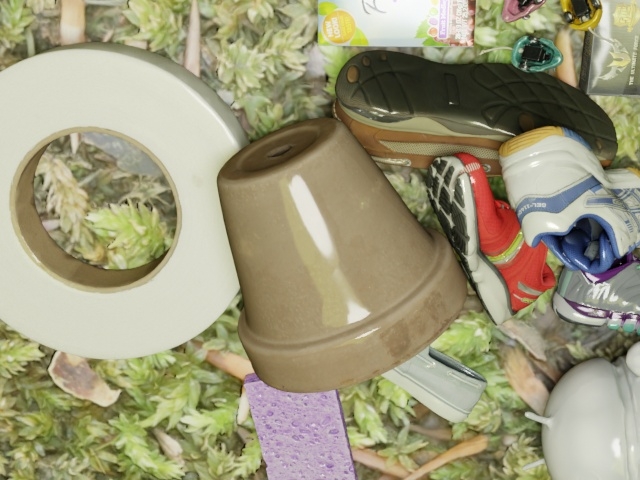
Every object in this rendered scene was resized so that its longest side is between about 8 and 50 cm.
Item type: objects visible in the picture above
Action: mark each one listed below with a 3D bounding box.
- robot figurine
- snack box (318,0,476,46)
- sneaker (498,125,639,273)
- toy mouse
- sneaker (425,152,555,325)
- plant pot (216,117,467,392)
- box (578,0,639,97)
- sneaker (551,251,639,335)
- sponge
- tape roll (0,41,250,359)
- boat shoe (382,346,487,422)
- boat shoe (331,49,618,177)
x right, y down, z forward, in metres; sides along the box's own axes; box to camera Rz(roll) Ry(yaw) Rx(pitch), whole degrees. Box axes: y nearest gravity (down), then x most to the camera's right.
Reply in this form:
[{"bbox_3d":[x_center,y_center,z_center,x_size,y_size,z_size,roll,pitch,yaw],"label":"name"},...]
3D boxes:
[{"bbox_3d":[0.419,0.235,1.157,0.354,0.199,0.299,-3,123,6],"label":"robot figurine"},{"bbox_3d":[0.083,-0.317,1.061,0.175,0.070,0.207,2,108,3],"label":"snack box"},{"bbox_3d":[0.298,-0.016,1.062,0.296,0.131,0.112,16,150,-38],"label":"sneaker"},{"bbox_3d":[0.241,-0.237,1.075,0.143,0.031,0.161,-31,64,32],"label":"toy mouse"},{"bbox_3d":[0.204,-0.017,1.110,0.118,0.107,0.279,-29,140,3],"label":"sneaker"},{"bbox_3d":[0.000,0.000,1.061,0.263,0.263,0.229,-20,114,10],"label":"plant pot"},{"bbox_3d":[0.388,-0.273,1.063,0.183,0.056,0.231,3,109,2],"label":"box"},{"bbox_3d":[0.395,0.062,1.166,0.224,0.083,0.098,8,104,2],"label":"sneaker"},{"bbox_3d":[-0.022,0.264,1.289,0.117,0.031,0.210,-10,108,7],"label":"sponge"},{"bbox_3d":[-0.261,-0.043,1.179,0.392,0.072,0.392,1,108,3],"label":"tape roll"},{"bbox_3d":[0.111,0.137,1.219,0.227,0.079,0.081,36,98,-13],"label":"boat shoe"},{"bbox_3d":[0.168,-0.128,1.109,0.324,0.122,0.120,11,142,-7],"label":"boat shoe"}]
